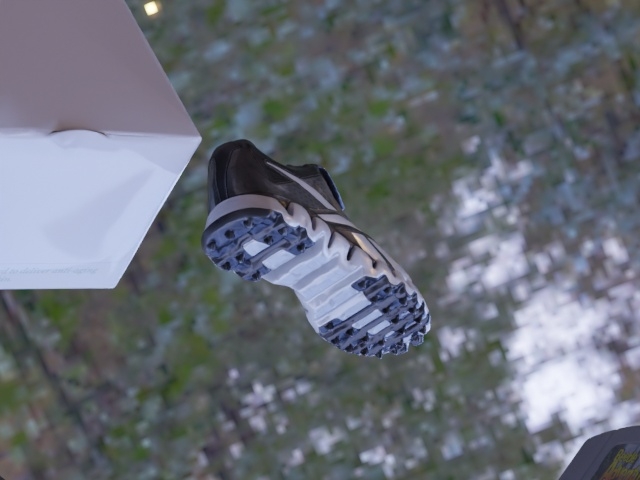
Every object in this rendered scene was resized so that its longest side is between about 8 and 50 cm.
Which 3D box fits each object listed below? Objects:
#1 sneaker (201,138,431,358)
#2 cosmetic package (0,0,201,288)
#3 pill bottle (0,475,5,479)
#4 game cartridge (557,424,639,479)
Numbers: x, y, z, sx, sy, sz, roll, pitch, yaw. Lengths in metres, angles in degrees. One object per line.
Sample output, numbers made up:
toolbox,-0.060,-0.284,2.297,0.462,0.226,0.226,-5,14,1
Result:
sneaker,0.000,0.000,1.292,0.078,0.234,0.106,-30,-131,23
cosmetic package,-0.255,-0.147,1.279,0.197,0.366,0.155,2,137,-38
pill bottle,-0.250,0.204,1.005,0.219,0.123,0.123,-37,179,34
game cartridge,0.189,0.212,1.215,0.196,0.060,0.294,-50,-173,-7
